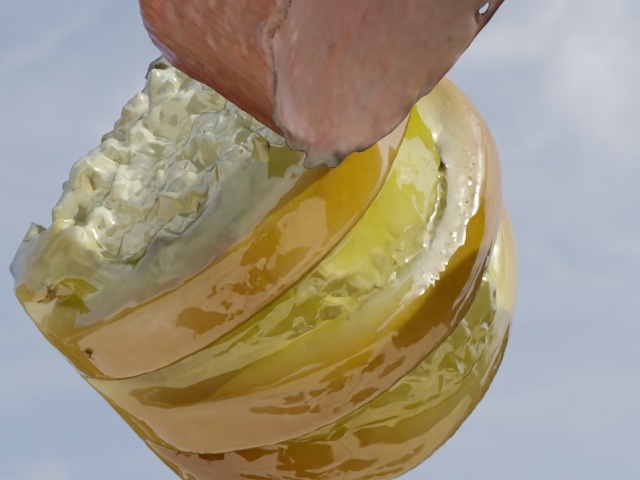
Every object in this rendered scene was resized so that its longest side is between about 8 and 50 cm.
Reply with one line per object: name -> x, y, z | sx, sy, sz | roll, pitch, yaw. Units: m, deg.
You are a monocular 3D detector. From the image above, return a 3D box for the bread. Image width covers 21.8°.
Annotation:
bread -> 0.000, 0.000, 0.973 | 0.211, 0.315, 0.270 | -21, -62, 45

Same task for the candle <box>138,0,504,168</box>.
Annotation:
candle -> 0.028, -0.209, 0.730 | 0.131, 0.317, 0.287 | 33, -12, 24
